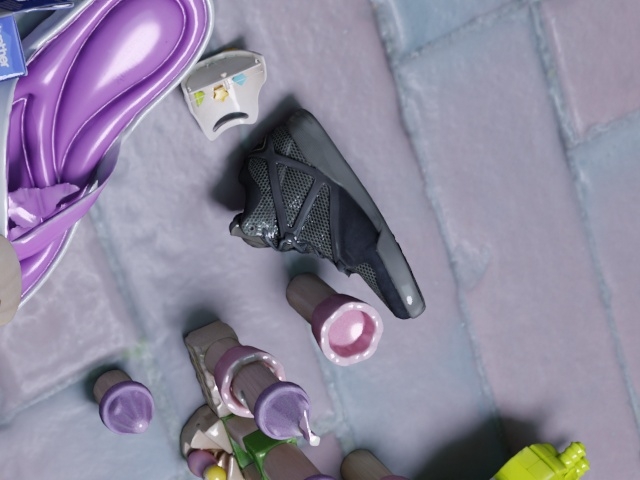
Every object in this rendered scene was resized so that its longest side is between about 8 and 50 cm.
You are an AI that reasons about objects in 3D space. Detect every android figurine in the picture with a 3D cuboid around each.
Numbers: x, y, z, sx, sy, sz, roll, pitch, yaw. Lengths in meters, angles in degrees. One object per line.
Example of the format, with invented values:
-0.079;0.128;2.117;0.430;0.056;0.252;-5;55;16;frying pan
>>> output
0.179;0.313;1.977;0.273;0.056;0.248;-42;156;-8;android figurine

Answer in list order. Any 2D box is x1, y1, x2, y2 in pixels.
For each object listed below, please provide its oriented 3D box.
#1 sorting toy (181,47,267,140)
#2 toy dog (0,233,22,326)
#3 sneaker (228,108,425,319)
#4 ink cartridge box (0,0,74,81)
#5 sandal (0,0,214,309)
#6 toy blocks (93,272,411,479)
-0.090;-0.133;1.759;0.083;0.045;0.075;-24;125;-16;sorting toy
-0.380;0.047;1.521;0.333;0.220;0.161;20;61;-50;toy dog
0.000;0.000;1.780;0.130;0.087;0.227;-36;82;1;sneaker
-0.365;-0.143;1.544;0.311;0.186;0.065;-19;106;-18;ink cartridge box
-0.245;-0.082;1.669;0.169;0.102;0.416;32;95;-28;sandal
-0.044;0.237;1.788;0.309;0.260;0.288;-24;117;-15;toy blocks
